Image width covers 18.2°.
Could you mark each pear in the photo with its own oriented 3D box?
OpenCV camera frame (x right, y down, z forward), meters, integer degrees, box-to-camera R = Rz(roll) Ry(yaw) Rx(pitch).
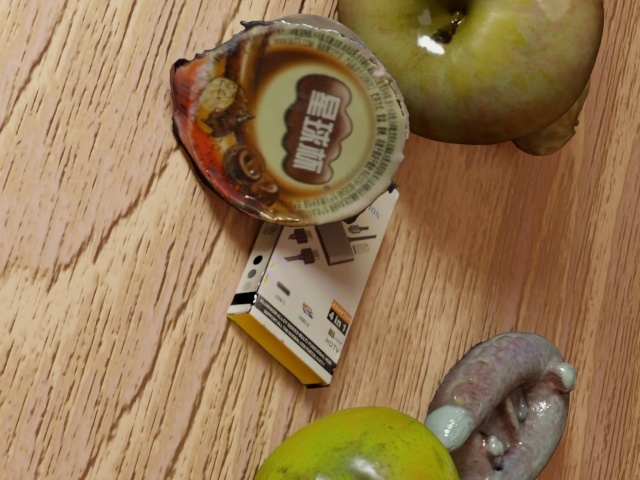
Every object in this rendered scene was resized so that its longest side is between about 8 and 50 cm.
[{"bbox_3d":[0.031,0.230,1.723,0.220,0.187,0.187,54,38,-69],"label":"pear"}]

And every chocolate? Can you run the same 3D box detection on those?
[{"bbox_3d":[-0.025,-0.127,1.775,0.221,0.221,0.147,61,14,-25],"label":"chocolate"}]

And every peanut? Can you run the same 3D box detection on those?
[{"bbox_3d":[0.232,-0.206,2.148,0.103,0.098,0.229,-9,93,-16],"label":"peanut"}]

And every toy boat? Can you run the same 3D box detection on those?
[{"bbox_3d":[0.196,0.181,2.044,0.227,0.085,0.155,-43,116,-47],"label":"toy boat"}]

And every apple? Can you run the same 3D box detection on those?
[{"bbox_3d":[0.149,-0.218,1.922,0.234,0.256,0.257,-24,103,-68],"label":"apple"}]

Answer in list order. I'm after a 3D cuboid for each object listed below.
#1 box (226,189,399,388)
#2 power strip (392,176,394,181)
[{"bbox_3d":[0.000,0.000,1.853,0.129,0.033,0.247,43,55,-36],"label":"box"},{"bbox_3d":[0.064,-0.097,1.980,0.040,0.016,0.090,40,53,-42],"label":"power strip"}]
